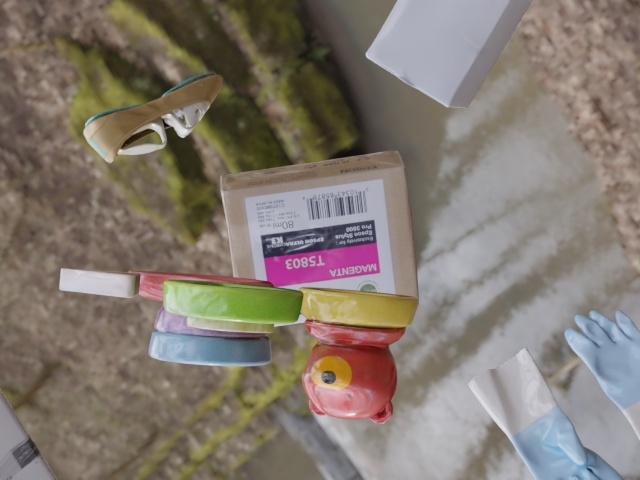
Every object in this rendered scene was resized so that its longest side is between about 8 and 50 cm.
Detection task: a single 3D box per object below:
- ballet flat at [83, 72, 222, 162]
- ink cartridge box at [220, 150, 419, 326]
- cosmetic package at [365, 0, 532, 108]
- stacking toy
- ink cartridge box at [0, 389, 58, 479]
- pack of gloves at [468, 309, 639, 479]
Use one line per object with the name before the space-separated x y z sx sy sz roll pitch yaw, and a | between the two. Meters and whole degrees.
ballet flat | -0.221 -0.166 2.028 0.073 0.232 0.080 57 148 12
ink cartridge box | 0.000 0.000 1.845 0.088 0.235 0.193 -105 6 -72
cosmetic package | 0.173 -0.285 1.717 0.127 0.238 0.107 36 -162 15
stacking toy | -0.089 0.105 1.444 0.309 0.280 0.130 4 90 37
ink cartridge box | -0.384 0.272 1.516 0.272 0.197 0.114 63 161 -18
pack of gloves | 0.294 0.176 1.582 0.232 0.195 0.046 56 178 41
